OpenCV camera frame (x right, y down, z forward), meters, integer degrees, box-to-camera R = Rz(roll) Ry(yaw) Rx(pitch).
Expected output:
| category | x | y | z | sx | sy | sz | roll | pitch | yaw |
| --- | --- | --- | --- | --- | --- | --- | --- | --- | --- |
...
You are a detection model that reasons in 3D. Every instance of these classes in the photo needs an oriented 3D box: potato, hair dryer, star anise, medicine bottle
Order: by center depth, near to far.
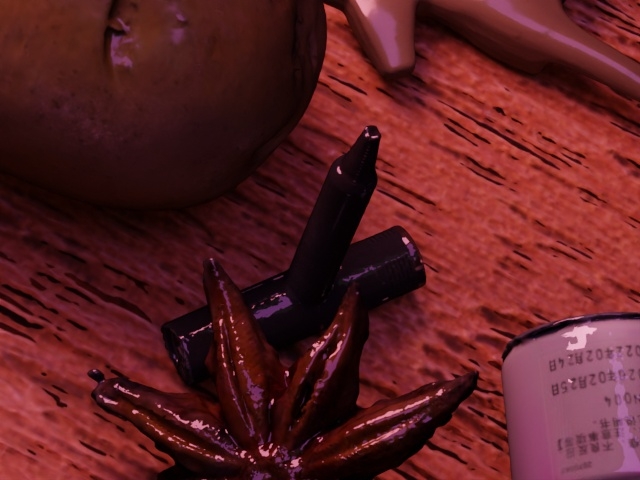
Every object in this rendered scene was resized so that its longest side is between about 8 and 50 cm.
| category | x | y | z | sx | sy | sz | roll | pitch | yaw |
| --- | --- | --- | --- | --- | --- | --- | --- | --- | --- |
| star anise | -0.017 | 0.141 | 1.179 | 0.272 | 0.102 | 0.272 | -1 | 88 | 15 |
| hair dryer | -0.012 | 0.003 | 1.198 | 0.173 | 0.195 | 0.050 | -25 | 63 | -17 |
| medicine bottle | 0.181 | 0.143 | 1.207 | 0.135 | 0.135 | 0.168 | 1 | 67 | -10 |
| potato | -0.156 | -0.157 | 1.219 | 0.326 | 0.221 | 0.243 | 24 | 99 | 3 |

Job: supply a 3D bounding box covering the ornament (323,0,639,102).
| category | x | y | z | sx | sy | sz | roll | pitch | yaw |
| --- | --- | --- | --- | --- | --- | --- | --- | --- | --- |
| ornament | 0.139 | -0.182 | 1.378 | 0.245 | 0.061 | 0.230 | 26 | 67 | 0 |
